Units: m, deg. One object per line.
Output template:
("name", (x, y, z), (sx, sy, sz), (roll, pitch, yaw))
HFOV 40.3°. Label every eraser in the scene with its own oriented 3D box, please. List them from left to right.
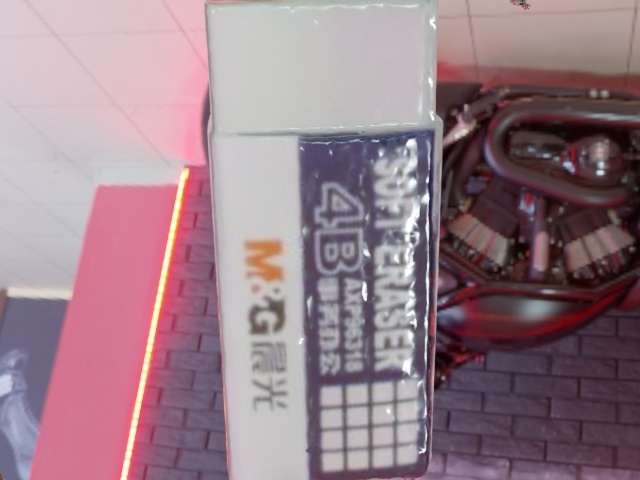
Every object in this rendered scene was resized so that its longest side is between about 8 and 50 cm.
("eraser", (0.000, 0.000, 0.515), (0.130, 0.287, 0.086), (-5, -161, -7))

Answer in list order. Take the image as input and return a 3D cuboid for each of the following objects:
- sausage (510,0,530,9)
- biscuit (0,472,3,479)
("sausage", (0.198, -0.352, 1.024), (0.025, 0.198, 0.028), (-25, 165, 3))
("biscuit", (-0.388, 0.252, 0.889), (0.052, 0.275, 0.355), (-16, 130, -8))
